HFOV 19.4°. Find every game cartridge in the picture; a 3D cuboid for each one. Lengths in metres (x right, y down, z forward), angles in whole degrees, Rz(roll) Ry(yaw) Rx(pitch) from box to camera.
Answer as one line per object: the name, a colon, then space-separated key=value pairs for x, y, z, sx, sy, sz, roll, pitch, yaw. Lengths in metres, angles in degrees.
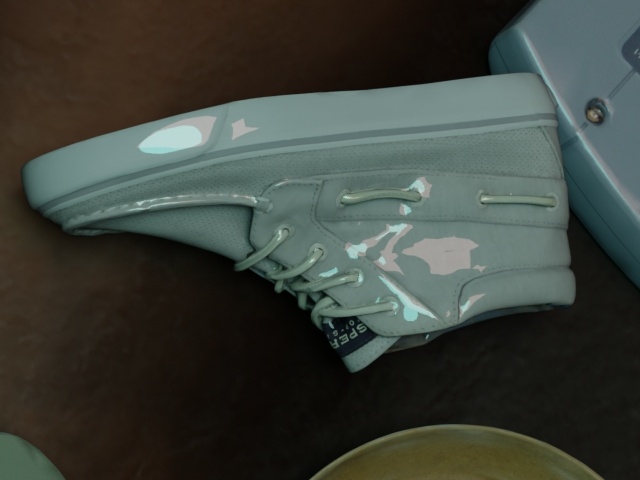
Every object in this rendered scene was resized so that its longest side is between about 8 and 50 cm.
game cartridge: x=0.232 y=-0.043 z=0.961 sx=0.294 sy=0.060 sz=0.196 roll=46 pitch=65 yaw=-4

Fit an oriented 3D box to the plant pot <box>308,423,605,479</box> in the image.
plant pot: x=0.063 y=0.204 z=0.860 sx=0.236 sy=0.032 sz=0.236 roll=4 pitch=78 yaw=-17

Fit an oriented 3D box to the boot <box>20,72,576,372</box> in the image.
boot: x=0.000 y=0.000 z=0.852 sx=0.258 sy=0.095 sz=0.123 roll=-9 pitch=85 yaw=-17

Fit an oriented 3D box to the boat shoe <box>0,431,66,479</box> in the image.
boat shoe: x=-0.106 y=0.192 z=0.787 sx=0.227 sy=0.081 sz=0.079 roll=58 pitch=26 yaw=6
